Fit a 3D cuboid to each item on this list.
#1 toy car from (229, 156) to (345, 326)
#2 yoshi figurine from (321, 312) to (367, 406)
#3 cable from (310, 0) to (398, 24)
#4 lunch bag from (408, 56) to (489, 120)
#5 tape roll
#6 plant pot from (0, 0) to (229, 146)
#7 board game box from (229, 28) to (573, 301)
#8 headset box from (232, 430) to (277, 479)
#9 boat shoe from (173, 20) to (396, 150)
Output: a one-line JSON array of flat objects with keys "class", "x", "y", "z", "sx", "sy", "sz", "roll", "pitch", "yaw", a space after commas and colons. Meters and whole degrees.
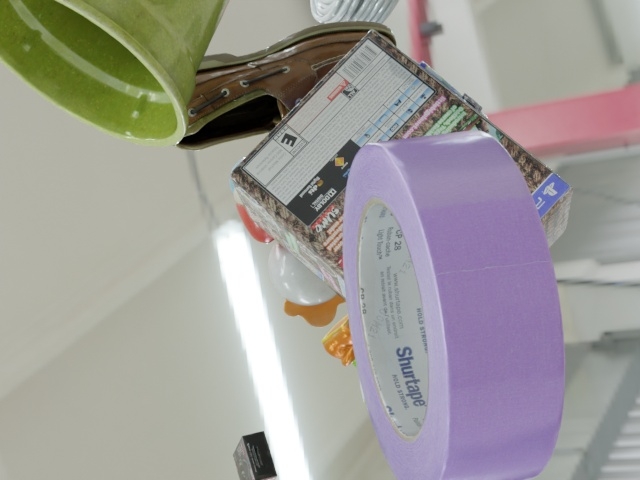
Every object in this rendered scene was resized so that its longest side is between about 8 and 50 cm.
[{"class": "toy car", "x": 0.000, "y": 0.000, "z": 1.909, "sx": 0.210, "sy": 0.219, "sz": 0.238, "roll": -16, "pitch": -72, "yaw": -15}, {"class": "yoshi figurine", "x": 0.190, "y": 0.212, "z": 2.023, "sx": 0.203, "sy": 0.203, "sz": 0.362, "roll": -45, "pitch": -90, "yaw": -8}, {"class": "cable", "x": 0.068, "y": -0.415, "z": 1.911, "sx": 0.089, "sy": 0.257, "sz": 0.257, "roll": 15, "pitch": -105, "yaw": -18}, {"class": "lunch bag", "x": 0.145, "y": -0.186, "z": 1.953, "sx": 0.176, "sy": 0.090, "sz": 0.219, "roll": 38, "pitch": -179, "yaw": -2}, {"class": "tape roll", "x": 0.094, "y": 0.056, "z": 1.065, "sx": 0.275, "sy": 0.090, "sz": 0.275, "roll": 173, "pitch": 90, "yaw": -78}, {"class": "plant pot", "x": -0.199, "y": -0.283, "z": 1.476, "sx": 0.276, "sy": 0.276, "sz": 0.254, "roll": 50, "pitch": -117, "yaw": -41}, {"class": "board game box", "x": 0.089, "y": -0.041, "z": 1.515, "sx": 0.232, "sy": 0.291, "sz": 0.141, "roll": -46, "pitch": -17, "yaw": -9}, {"class": "headset box", "x": -0.082, "y": 0.282, "z": 1.738, "sx": 0.032, "sy": 0.083, "sz": 0.062, "roll": -11, "pitch": -113, "yaw": -18}, {"class": "boat shoe", "x": -0.046, "y": -0.175, "z": 1.660, "sx": 0.111, "sy": 0.307, "sz": 0.104, "roll": 81, "pitch": 172, "yaw": -55}]
